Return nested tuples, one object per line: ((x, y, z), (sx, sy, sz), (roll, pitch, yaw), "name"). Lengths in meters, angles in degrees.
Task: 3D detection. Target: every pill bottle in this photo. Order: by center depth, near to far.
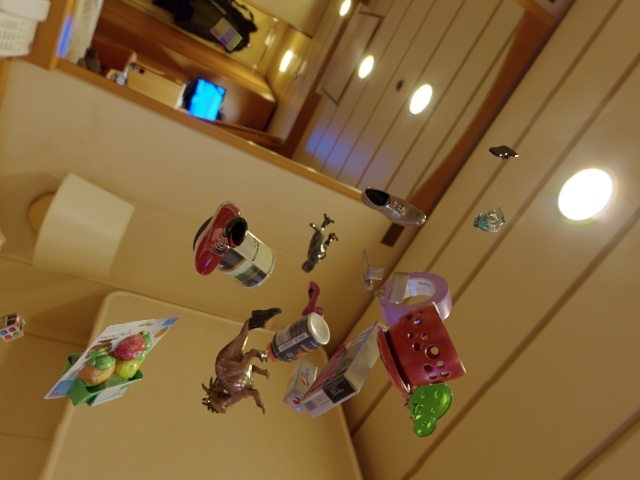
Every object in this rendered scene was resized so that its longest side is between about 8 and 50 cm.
((-0.095, 0.385, 1.710), (0.245, 0.130, 0.130), (-33, -142, 26), "pill bottle")

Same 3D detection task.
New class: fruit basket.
((-0.658, 0.385, 1.459), (0.353, 0.327, 0.165), (-40, -107, 14), "fruit basket")

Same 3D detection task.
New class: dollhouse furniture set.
((0.226, 0.130, 1.626), (0.123, 0.151, 0.144), (-100, -164, -65), "dollhouse furniture set")

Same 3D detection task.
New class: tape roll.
((0.367, 0.232, 1.742), (0.275, 0.274, 0.090), (-132, -157, -64), "tape roll")

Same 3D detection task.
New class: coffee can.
((-0.340, 0.045, 1.785), (0.201, 0.275, 0.202), (-20, -130, 25), "coffee can")

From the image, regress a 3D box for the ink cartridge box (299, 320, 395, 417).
((0.093, 0.336, 1.261), (0.176, 0.069, 0.371), (-42, 176, 31), "ink cartridge box")

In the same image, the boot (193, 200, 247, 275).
((-0.294, 0.021, 1.301), (0.244, 0.088, 0.176), (-62, -147, 13), "boot")

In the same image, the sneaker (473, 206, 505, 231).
((0.473, -0.051, 1.278), (0.076, 0.166, 0.065), (-20, -95, 38), "sneaker")

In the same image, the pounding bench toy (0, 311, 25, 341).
((-0.916, 0.271, 1.330), (0.065, 0.052, 0.083), (52, -22, 47), "pounding bench toy")

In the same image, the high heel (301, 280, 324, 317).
((-0.061, 0.297, 2.277), (0.244, 0.117, 0.082), (-102, -148, -41), "high heel")

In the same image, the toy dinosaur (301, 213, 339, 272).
((0.000, 0.000, 1.226), (0.118, 0.064, 0.268), (-51, 165, -30), "toy dinosaur")

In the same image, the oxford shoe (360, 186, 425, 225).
((0.359, -0.163, 2.209), (0.130, 0.348, 0.123), (25, 87, -85), "oxford shoe")

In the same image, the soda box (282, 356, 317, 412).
((-0.091, 0.661, 2.063), (0.091, 0.098, 0.286), (-52, -175, 14), "soda box")

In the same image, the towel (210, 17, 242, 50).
((-0.288, -0.629, 1.357), (0.060, 0.083, 0.009), (-49, -162, -3), "towel")

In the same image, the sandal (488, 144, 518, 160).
((0.728, -0.348, 1.787), (0.067, 0.179, 0.040), (54, -44, 32), "sandal")

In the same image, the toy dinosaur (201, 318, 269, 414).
((-0.252, 0.381, 1.261), (0.127, 0.200, 0.296), (-81, 170, -79), "toy dinosaur")

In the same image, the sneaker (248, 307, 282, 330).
((-0.254, 0.354, 1.982), (0.051, 0.170, 0.089), (67, 18, -61), "sneaker")

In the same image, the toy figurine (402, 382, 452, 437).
((0.272, 0.435, 1.266), (0.159, 0.130, 0.173), (-139, -125, -70), "toy figurine")

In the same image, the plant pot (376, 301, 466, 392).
((0.241, 0.267, 1.103), (0.174, 0.191, 0.191), (-22, -141, 10), "plant pot")
